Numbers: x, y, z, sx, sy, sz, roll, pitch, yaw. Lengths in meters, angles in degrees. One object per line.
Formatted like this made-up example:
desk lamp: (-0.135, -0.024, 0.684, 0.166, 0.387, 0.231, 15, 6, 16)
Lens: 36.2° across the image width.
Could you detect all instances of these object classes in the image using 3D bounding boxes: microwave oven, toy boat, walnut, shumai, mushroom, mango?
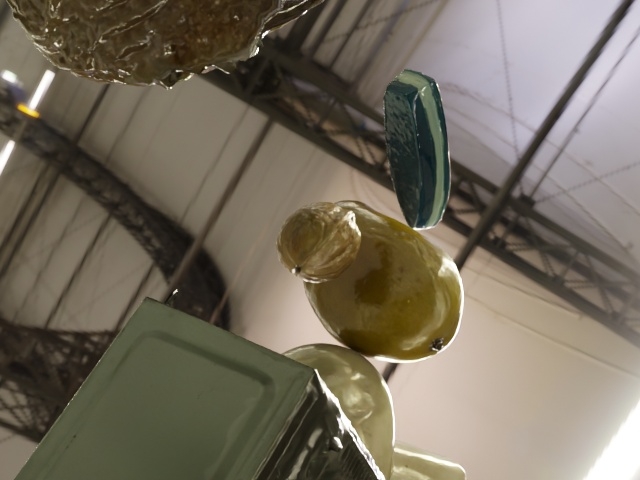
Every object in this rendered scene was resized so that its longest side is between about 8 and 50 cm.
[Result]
microwave oven: (-0.076, 0.267, 0.874, 0.218, 0.355, 0.286, 19, -117, 31)
toy boat: (0.156, -0.130, 1.577, 0.062, 0.299, 0.096, -34, -137, -27)
walnut: (0.000, 0.000, 1.281, 0.105, 0.105, 0.124, -8, -150, 52)
shumai: (-0.087, -0.292, 0.806, 0.346, 0.217, 0.283, -33, -157, 29)
mushroom: (0.035, 0.310, 1.358, 0.314, 0.336, 0.314, -44, -146, 42)
mango: (0.073, 0.060, 1.416, 0.195, 0.142, 0.332, -45, -139, -10)
